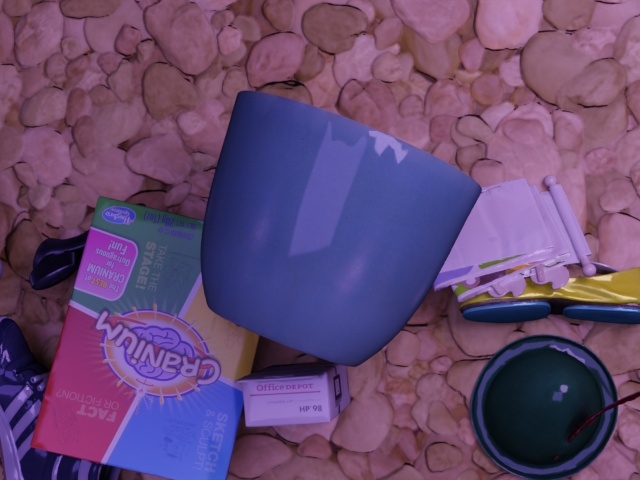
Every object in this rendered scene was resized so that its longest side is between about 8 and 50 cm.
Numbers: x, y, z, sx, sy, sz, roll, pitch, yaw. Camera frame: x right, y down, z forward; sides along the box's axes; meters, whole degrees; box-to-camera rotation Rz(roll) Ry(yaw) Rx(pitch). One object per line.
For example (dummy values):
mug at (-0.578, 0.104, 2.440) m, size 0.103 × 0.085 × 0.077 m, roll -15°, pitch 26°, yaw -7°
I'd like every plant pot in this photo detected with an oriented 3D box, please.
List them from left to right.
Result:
plant pot at (0.000, 0.000, 1.025) m, size 0.292 × 0.293 × 0.235 m, roll 22°, pitch 88°, yaw 11°

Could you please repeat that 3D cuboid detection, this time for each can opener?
can opener at (-0.305, 0.008, 1.236) m, size 0.186 × 0.059 × 0.073 m, roll -28°, pitch 56°, yaw 0°

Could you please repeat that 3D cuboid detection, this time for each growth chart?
growth chart at (0.199, -0.001, 1.114) m, size 0.237 × 0.021 × 0.172 m, roll -9°, pitch 57°, yaw 10°

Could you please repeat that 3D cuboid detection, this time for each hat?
hat at (0.265, 0.192, 1.050) m, size 0.173 × 0.183 × 0.209 m, roll 36°, pitch 95°, yaw 10°

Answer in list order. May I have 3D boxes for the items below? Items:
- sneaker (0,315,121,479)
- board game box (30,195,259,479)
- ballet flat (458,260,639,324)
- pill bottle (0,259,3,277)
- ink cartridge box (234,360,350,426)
sneaker at (-0.347, 0.228, 1.213) m, size 0.153 × 0.099 × 0.283 m, roll -12°, pitch 90°, yaw 13°
board game box at (-0.198, 0.127, 1.151) m, size 0.242 × 0.064 × 0.317 m, roll 13°, pitch 80°, yaw -2°
ballet flat at (0.283, 0.060, 1.115) m, size 0.230 × 0.077 × 0.077 m, roll 0°, pitch 67°, yaw 8°
pill bottle at (-0.576, -0.084, 1.211) m, size 0.210 × 0.210 × 0.363 m, roll -23°, pitch 84°, yaw 10°
ink cartridge box at (-0.031, 0.185, 1.110) m, size 0.104 × 0.180 × 0.060 m, roll -5°, pitch 87°, yaw 11°
